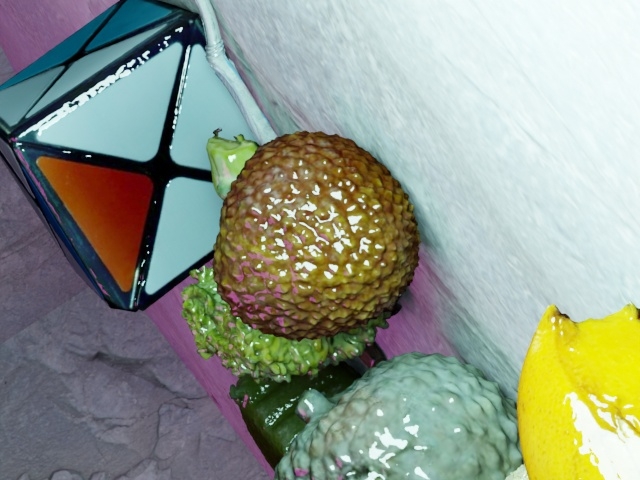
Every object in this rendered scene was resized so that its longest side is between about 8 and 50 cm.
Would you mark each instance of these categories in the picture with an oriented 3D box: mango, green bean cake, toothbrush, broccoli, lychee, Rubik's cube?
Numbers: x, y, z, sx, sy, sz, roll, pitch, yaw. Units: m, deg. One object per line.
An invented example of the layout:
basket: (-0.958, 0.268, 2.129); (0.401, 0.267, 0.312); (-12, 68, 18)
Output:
mango: (0.216, 0.152, 1.171); (0.126, 0.154, 0.252); (57, -174, -46)
green bean cake: (0.021, 0.268, 2.321); (0.250, 0.156, 0.247); (49, 168, 34)
toothbrush: (-0.080, -0.150, 1.859); (0.413, 0.042, 0.035); (59, 169, -27)
broccoli: (-0.062, 0.044, 1.830); (0.242, 0.180, 0.273); (0, 137, 54)
lychee: (0.085, 0.234, 1.679); (0.274, 0.255, 0.255); (47, 169, 5)
Rubik's cube: (-0.208, -0.101, 2.000); (0.250, 0.248, 0.246); (59, 168, -21)
lychee: (-0.002, -0.004, 1.585); (0.194, 0.194, 0.194); (53, 169, 15)

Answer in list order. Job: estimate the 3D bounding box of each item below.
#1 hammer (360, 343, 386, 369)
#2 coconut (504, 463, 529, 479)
hammer: (-0.037, 0.023, 2.193); (0.365, 0.043, 0.111); (48, 165, 28)
coconut: (0.211, 0.241, 1.507); (0.122, 0.116, 0.116); (47, 166, 41)
